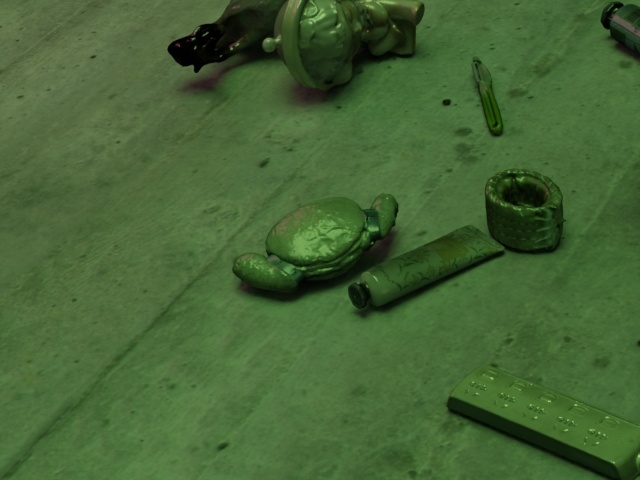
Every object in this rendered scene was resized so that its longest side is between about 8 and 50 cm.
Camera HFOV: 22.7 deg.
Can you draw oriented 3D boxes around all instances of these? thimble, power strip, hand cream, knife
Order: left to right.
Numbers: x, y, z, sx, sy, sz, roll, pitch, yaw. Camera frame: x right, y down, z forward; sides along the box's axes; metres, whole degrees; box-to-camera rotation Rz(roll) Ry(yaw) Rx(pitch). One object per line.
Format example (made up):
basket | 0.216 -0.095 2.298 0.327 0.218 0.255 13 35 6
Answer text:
hand cream | 0.117 0.027 1.818 0.194 0.042 0.067 -25 35 -27
knife | 0.222 -0.193 2.127 0.022 0.026 0.184 -43 28 24
thimble | 0.239 -0.035 1.855 0.084 0.062 0.110 -26 37 -24
power strip | 0.232 0.181 1.575 0.252 0.027 0.060 20 44 36
hand cream | 0.470 -0.256 2.126 0.088 0.055 0.256 -19 37 -27

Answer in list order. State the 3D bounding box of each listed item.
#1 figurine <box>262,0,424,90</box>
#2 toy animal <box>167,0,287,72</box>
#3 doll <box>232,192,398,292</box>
figurine | 0.026 -0.290 2.204 0.141 0.162 0.237 15 23 40
toy animal | -0.069 -0.339 2.291 0.324 0.090 0.195 -36 12 -1
doll | 0.000 0.000 1.858 0.214 0.071 0.103 -24 35 -14
